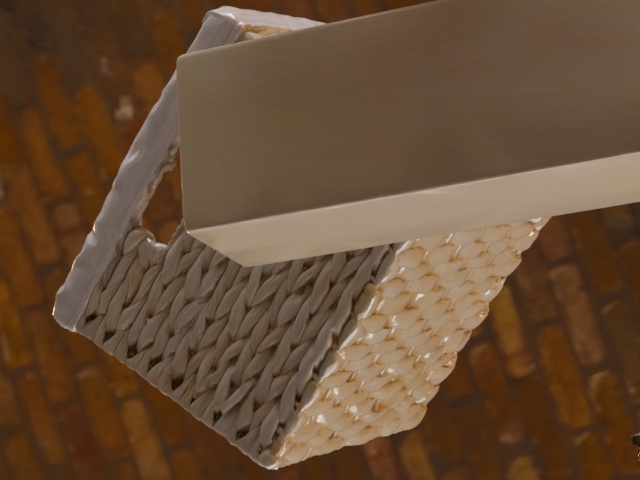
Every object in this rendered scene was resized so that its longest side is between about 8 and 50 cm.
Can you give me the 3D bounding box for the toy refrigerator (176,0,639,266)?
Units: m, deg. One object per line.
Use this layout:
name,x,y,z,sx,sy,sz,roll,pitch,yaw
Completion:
toy refrigerator,0.067,-0.062,0.923,0.269,0.094,0.102,-10,-108,19

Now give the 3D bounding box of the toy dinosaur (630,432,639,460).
toy dinosaur,0.348,0.189,1.325,0.127,0.200,0.296,-1,-74,48

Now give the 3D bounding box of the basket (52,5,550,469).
basket,0.000,0.000,1.592,0.266,0.331,0.328,37,-73,21
